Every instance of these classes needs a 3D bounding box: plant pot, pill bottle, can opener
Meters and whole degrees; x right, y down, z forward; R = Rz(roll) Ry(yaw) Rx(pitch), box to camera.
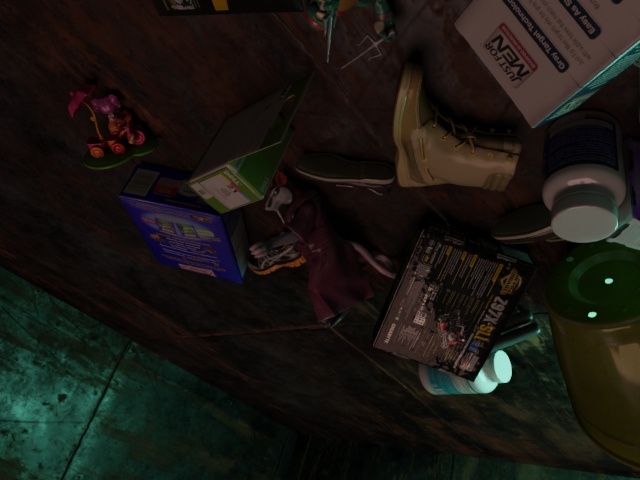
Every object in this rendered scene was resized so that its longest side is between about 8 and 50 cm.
[{"bbox_3d":[0.615,0.188,0.913,0.366,0.367,0.353,-16,122,43],"label":"plant pot"},{"bbox_3d":[0.396,-0.096,0.713,0.111,0.187,0.112,14,147,9],"label":"pill bottle"},{"bbox_3d":[0.415,0.249,1.193,0.283,0.076,0.095,-22,152,2],"label":"can opener"},{"bbox_3d":[0.447,0.400,1.464,0.146,0.146,0.264,37,143,-26],"label":"pill bottle"}]

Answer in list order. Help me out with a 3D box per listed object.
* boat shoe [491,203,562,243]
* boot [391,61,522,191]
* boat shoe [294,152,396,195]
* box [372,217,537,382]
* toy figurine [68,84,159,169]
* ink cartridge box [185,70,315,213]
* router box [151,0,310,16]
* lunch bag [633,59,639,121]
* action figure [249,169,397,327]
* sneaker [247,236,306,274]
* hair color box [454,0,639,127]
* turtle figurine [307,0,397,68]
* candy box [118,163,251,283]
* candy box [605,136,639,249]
[{"bbox_3d":[0.439,-0.031,0.886,0.227,0.081,0.068,-21,126,42],"label":"boat shoe"},{"bbox_3d":[0.223,-0.174,0.772,0.203,0.095,0.262,8,148,18],"label":"boot"},{"bbox_3d":[0.048,-0.126,0.958,0.206,0.075,0.065,8,143,9],"label":"boat shoe"},{"bbox_3d":[0.290,0.140,1.070,0.257,0.079,0.322,18,112,-1],"label":"box"},{"bbox_3d":[-0.461,-0.258,1.015,0.173,0.130,0.159,-8,134,3],"label":"toy figurine"},{"bbox_3d":[-0.103,-0.171,0.861,0.255,0.189,0.097,-13,135,40],"label":"ink cartridge box"},{"bbox_3d":[-0.151,-0.444,0.582,0.242,0.081,0.309,8,146,18],"label":"router box"},{"bbox_3d":[0.510,-0.200,0.572,0.224,0.108,0.279,3,142,34],"label":"lunch bag"},{"bbox_3d":[0.000,0.000,1.067,0.275,0.248,0.370,-25,107,3],"label":"action figure"},{"bbox_3d":[-0.124,0.031,1.287,0.214,0.084,0.083,-16,124,35],"label":"sneaker"},{"bbox_3d":[0.315,-0.294,0.469,0.174,0.105,0.347,58,147,10],"label":"hair color box"},{"bbox_3d":[0.046,-0.327,0.601,0.118,0.175,0.234,56,133,9],"label":"turtle figurine"},{"bbox_3d":[-0.339,-0.035,1.254,0.268,0.122,0.317,12,146,9],"label":"candy box"},{"bbox_3d":[0.547,-0.054,0.716,0.196,0.165,0.070,16,149,4],"label":"candy box"}]
